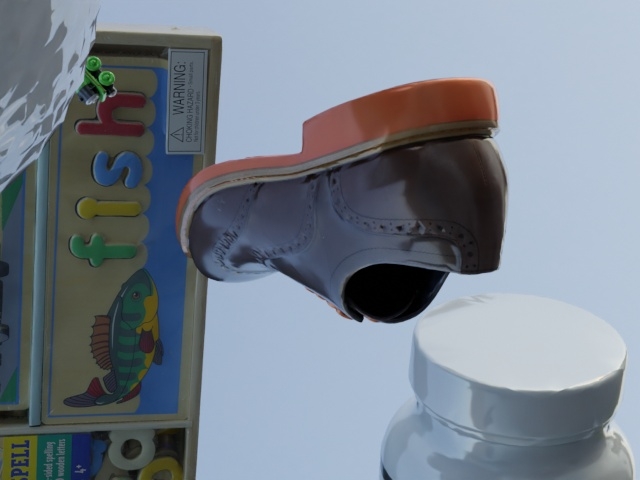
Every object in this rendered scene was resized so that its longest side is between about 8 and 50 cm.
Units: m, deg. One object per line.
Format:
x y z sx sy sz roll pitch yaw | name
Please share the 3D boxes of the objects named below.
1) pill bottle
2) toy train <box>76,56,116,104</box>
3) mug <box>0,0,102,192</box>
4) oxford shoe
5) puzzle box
0.115 0.186 0.997 0.162 0.162 0.278 -20 -57 -40 | pill bottle
-0.151 -0.110 0.896 0.024 0.083 0.017 -39 -9 -23 | toy train
-0.171 -0.154 0.575 0.374 0.276 0.328 -25 -21 -4 | mug
0.000 0.000 0.786 0.097 0.271 0.098 -7 -98 -27 | oxford shoe
-0.222 0.034 1.187 0.272 0.052 0.409 0 -75 -17 | puzzle box
